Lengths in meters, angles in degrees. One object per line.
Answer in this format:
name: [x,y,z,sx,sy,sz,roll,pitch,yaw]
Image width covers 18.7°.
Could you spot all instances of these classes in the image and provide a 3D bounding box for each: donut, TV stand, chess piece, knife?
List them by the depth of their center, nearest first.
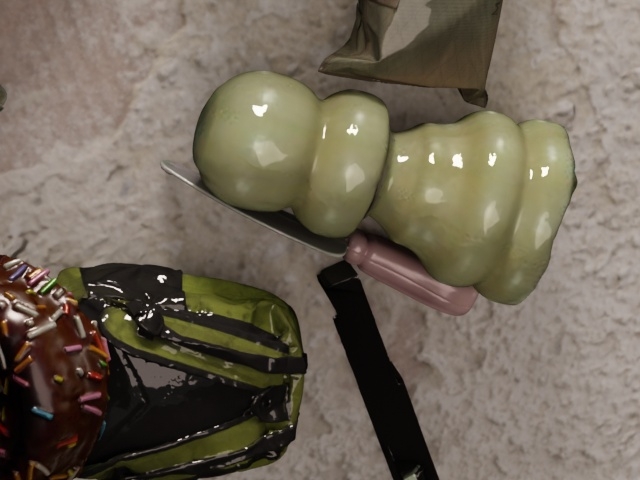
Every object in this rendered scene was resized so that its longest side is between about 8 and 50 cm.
donut: [-0.300,0.123,1.719,0.235,0.089,0.235,7,106,26]
chess piece: [0.047,-0.065,1.771,0.330,0.182,0.182,15,104,-13]
knife: [0.001,0.001,1.821,0.336,0.081,0.043,20,108,-20]
TV stand: [0.059,0.141,1.902,0.040,0.049,0.256,-22,113,-5]

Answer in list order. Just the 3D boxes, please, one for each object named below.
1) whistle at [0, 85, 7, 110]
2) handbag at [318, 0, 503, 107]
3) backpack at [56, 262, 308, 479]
whistle: [-0.394,-0.212,1.657,0.326,0.057,0.068,47,70,-25]
handbag: [0.095,-0.254,1.740,0.182,0.117,0.270,0,109,-29]
backpack: [-0.134,0.127,1.797,0.253,0.140,0.207,4,110,-11]
